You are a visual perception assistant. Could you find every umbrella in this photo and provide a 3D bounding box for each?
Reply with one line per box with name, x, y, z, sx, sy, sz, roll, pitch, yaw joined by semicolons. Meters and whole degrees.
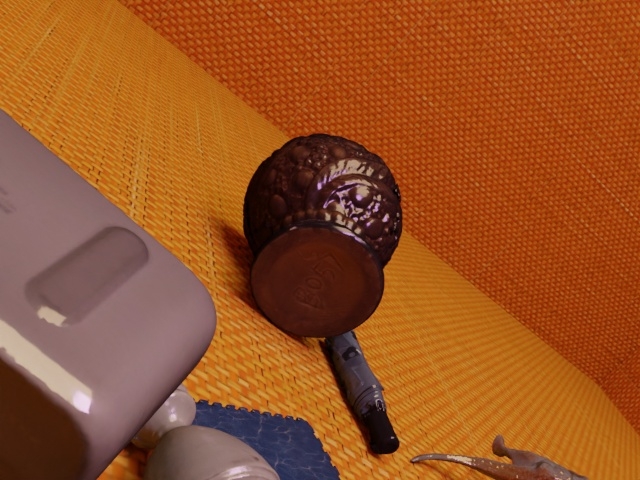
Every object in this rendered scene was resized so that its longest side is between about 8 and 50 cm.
umbrella;0.060;0.207;1.061;0.052;0.053;0.250;35;15;-32

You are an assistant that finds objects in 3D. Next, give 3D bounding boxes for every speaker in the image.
speaker;-0.276;0.006;0.467;0.406;0.183;0.184;41;19;-5

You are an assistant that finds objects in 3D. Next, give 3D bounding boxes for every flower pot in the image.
flower pot;0.000;0.000;1.144;0.266;0.266;0.267;39;26;-17

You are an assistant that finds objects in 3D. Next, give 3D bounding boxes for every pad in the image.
pad;-0.034;0.263;0.712;0.269;0.012;0.269;27;21;-50

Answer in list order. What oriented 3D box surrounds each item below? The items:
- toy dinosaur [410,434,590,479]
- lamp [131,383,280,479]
toy dinosaur;0.310;0.362;1.107;0.393;0.092;0.205;29;-6;-21
lamp;-0.104;0.181;0.588;0.106;0.106;0.193;29;11;-44
